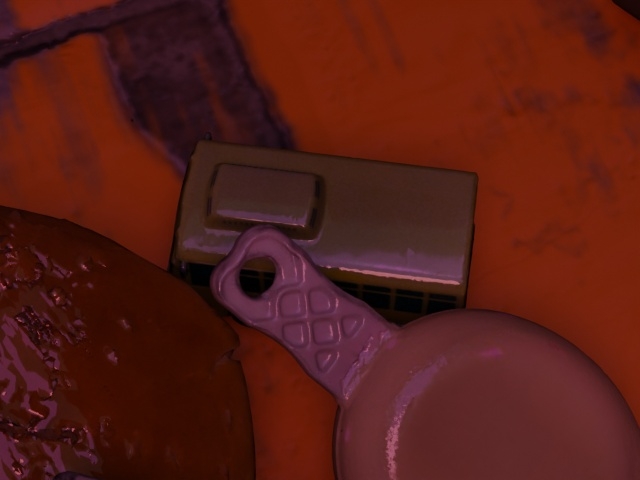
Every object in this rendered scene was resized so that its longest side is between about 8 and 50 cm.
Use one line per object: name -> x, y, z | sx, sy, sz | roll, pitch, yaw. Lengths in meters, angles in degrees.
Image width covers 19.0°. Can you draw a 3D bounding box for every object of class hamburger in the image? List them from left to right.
hamburger -> -0.177, 0.130, 0.984 | 0.284, 0.174, 0.304 | 5, 71, -13

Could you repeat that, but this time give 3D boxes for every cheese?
cheese -> 0.064, 0.075, 1.014 | 0.163, 0.071, 0.249 | -32, 97, -15

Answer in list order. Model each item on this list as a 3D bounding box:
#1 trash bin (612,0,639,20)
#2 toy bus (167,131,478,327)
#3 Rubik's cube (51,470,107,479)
trash bin -> 0.320, -0.165, 1.123 | 0.250, 0.219, 0.220 | 35, 66, 20
toy bus -> 0.000, 0.000, 1.083 | 0.175, 0.101, 0.088 | 7, 65, 3
Rubik's cube -> 0.003, 0.249, 0.876 | 0.229, 0.228, 0.233 | -3, 61, 7
